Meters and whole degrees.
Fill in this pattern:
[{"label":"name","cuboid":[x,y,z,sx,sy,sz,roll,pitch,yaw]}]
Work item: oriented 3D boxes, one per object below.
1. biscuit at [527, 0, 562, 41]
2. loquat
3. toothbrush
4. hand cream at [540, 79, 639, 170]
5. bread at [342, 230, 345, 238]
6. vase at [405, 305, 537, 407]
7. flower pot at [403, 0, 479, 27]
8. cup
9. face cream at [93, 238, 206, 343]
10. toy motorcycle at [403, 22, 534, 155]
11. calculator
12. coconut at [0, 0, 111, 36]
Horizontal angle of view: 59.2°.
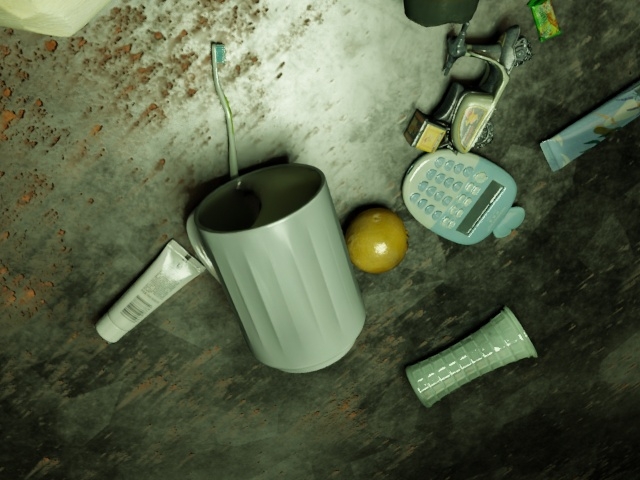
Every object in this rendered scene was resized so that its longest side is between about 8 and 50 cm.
[{"label":"biscuit","cuboid":[0.416,-0.413,1.046,0.046,0.016,0.089,-32,123,4]},{"label":"loquat","cuboid":[0.114,0.002,1.147,0.141,0.141,0.141,-7,122,-11]},{"label":"toothbrush","cuboid":[-0.169,-0.215,1.002,0.026,0.022,0.263,-1,121,-1]},{"label":"hand cream","cuboid":[0.592,-0.248,1.175,0.271,0.058,0.091,-34,130,12]},{"label":"bread","cuboid":[0.000,0.000,1.166,0.111,0.044,0.083,13,113,-23]},{"label":"vase","cuboid":[0.364,0.296,1.396,0.299,0.143,0.143,-30,124,8]},{"label":"flower pot","cuboid":[0.196,-0.417,0.913,0.157,0.157,0.107,-10,135,-10]},{"label":"cup","cuboid":[-0.096,0.054,1.044,0.323,0.237,0.327,6,128,33]},{"label":"face cream","cuboid":[-0.349,0.108,1.131,0.244,0.058,0.092,-42,116,5]},{"label":"toy motorcycle","cuboid":[0.278,-0.280,1.046,0.157,0.091,0.263,15,118,-18]},{"label":"calculator","cuboid":[0.308,-0.087,1.199,0.303,0.042,0.188,23,111,-26]},{"label":"coconut","cuboid":[-0.372,-0.387,0.718,0.266,0.237,0.237,-35,123,1]}]
